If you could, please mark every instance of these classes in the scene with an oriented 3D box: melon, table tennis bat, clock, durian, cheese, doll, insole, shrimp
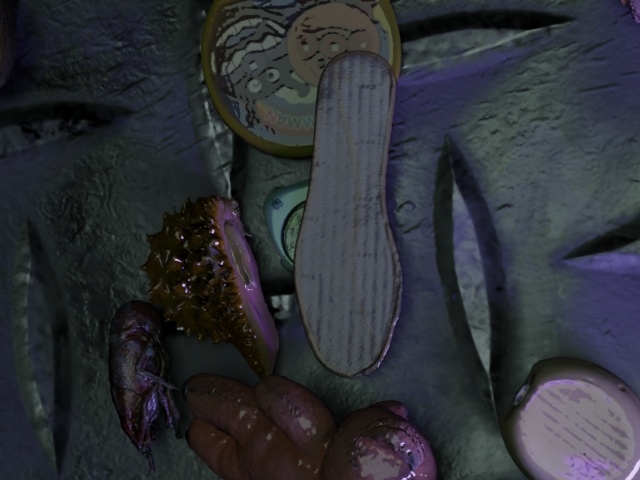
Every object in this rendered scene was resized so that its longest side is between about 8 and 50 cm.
[{"bbox_3d":[-0.407,-0.246,1.330,0.114,0.114,0.167,-15,80,11],"label":"melon"},{"bbox_3d":[-0.038,-0.272,1.282,0.224,0.054,0.368,-13,85,10],"label":"table tennis bat"},{"bbox_3d":[0.000,0.000,1.249,0.101,0.041,0.135,-17,81,9],"label":"clock"},{"bbox_3d":[-0.111,0.055,1.242,0.140,0.078,0.224,-32,79,-3],"label":"durian"},{"bbox_3d":[0.289,0.215,1.151,0.227,0.064,0.137,37,96,15],"label":"cheese"},{"bbox_3d":[-0.002,0.208,1.198,0.303,0.156,0.201,22,131,32],"label":"doll"},{"bbox_3d":[0.032,-0.030,1.219,0.119,0.009,0.348,2,84,11],"label":"insole"},{"bbox_3d":[-0.192,0.160,1.264,0.073,0.075,0.190,-6,75,-11],"label":"shrimp"}]

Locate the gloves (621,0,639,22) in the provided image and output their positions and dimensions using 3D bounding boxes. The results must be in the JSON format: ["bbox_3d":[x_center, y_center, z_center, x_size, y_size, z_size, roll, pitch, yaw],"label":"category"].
[{"bbox_3d":[0.373,-0.272,1.172,0.144,0.094,0.110,-29,67,16],"label":"gloves"}]
